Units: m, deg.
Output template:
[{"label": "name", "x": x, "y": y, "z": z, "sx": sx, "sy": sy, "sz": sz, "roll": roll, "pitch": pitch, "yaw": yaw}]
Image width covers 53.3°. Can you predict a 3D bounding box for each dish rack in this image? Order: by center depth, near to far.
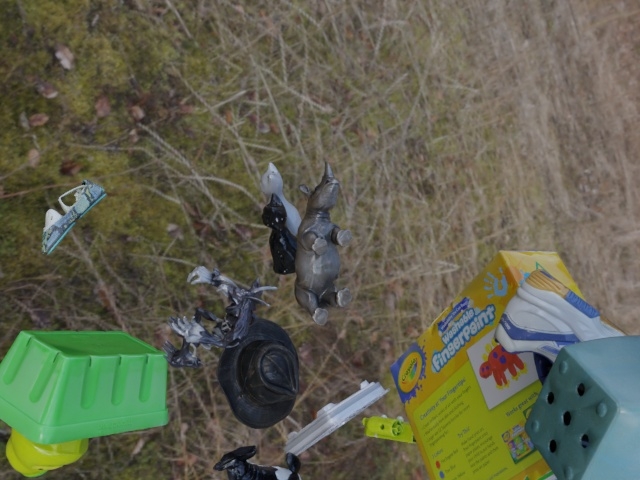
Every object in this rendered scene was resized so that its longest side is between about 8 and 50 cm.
[{"label": "dish rack", "x": 0.041, "y": 0.546, "z": 1.977, "sx": 0.333, "sy": 0.285, "sz": 0.072, "roll": -16, "pitch": 66, "yaw": -53}]

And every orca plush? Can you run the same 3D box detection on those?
[{"label": "orca plush", "x": -0.078, "y": 0.474, "z": 1.200, "sx": 0.151, "sy": 0.102, "sz": 0.287, "roll": -38, "pitch": 134, "yaw": -23}]

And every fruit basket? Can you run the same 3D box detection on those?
[{"label": "fruit basket", "x": -0.557, "y": 0.391, "z": 1.422, "sx": 0.392, "sy": 0.283, "sz": 0.392, "roll": -33, "pitch": 132, "yaw": -46}]

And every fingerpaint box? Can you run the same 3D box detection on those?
[{"label": "fingerpaint box", "x": 0.356, "y": 0.296, "z": 1.239, "sx": 0.163, "sy": 0.445, "sz": 0.371, "roll": 2, "pitch": 50, "yaw": -28}]

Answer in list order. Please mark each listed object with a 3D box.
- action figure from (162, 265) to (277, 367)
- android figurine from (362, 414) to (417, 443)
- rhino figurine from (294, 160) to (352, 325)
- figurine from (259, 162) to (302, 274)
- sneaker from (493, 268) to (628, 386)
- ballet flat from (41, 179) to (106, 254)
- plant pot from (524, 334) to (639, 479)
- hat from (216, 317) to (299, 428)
[{"label": "action figure", "x": -0.211, "y": 0.143, "z": 1.226, "sx": 0.141, "sy": 0.275, "sz": 0.164, "roll": 36, "pitch": 37, "yaw": -22}, {"label": "android figurine", "x": 0.225, "y": 0.481, "z": 1.618, "sx": 0.248, "sy": 0.273, "sz": 0.056, "roll": 16, "pitch": 75, "yaw": -36}, {"label": "rhino figurine", "x": 0.000, "y": 0.000, "z": 0.976, "sx": 0.073, "sy": 0.106, "sz": 0.243, "roll": 0, "pitch": 95, "yaw": -20}, {"label": "figurine", "x": -0.101, "y": -0.062, "z": 1.583, "sx": 0.215, "sy": 0.092, "sz": 0.209, "roll": -101, "pitch": 177, "yaw": -48}, {"label": "sneaker", "x": 0.372, "y": 0.164, "z": 0.906, "sx": 0.296, "sy": 0.131, "sz": 0.112, "roll": 35, "pitch": 9, "yaw": -13}, {"label": "ballet flat", "x": -0.518, "y": -0.054, "z": 1.298, "sx": 0.070, "sy": 0.070, "sz": 0.188, "roll": 56, "pitch": 47, "yaw": -29}, {"label": "plant pot", "x": 0.341, "y": 0.192, "z": 0.629, "sx": 0.166, "sy": 0.234, "sz": 0.165, "roll": -109, "pitch": -146, "yaw": -68}, {"label": "hat", "x": -0.139, "y": 0.392, "z": 1.883, "sx": 0.331, "sy": 0.134, "sz": 0.331, "roll": 9, "pitch": 77, "yaw": -45}]
